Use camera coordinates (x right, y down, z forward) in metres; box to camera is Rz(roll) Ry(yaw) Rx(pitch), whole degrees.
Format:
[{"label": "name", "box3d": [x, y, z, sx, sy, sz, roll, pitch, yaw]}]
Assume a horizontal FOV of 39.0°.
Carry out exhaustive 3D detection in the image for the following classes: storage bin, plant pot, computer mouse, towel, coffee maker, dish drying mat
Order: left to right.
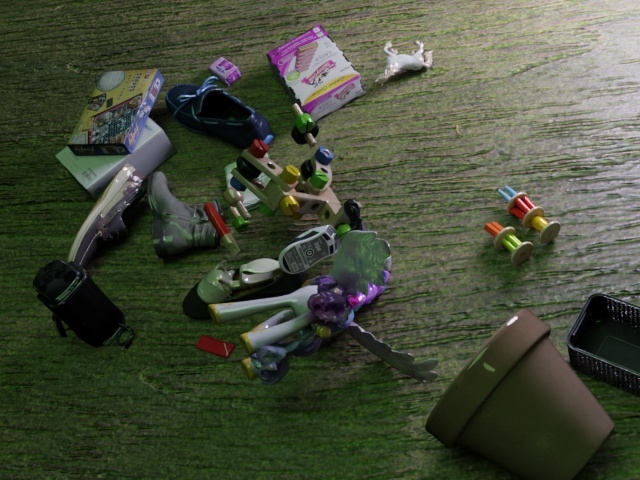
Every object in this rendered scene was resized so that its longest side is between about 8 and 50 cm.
[{"label": "coffee maker", "box3d": [-0.493, 0.132, 1.898, 0.171, 0.178, 0.120, 4, 58, 23]}, {"label": "dish drying mat", "box3d": [-0.216, 0.215, 1.842, 0.083, 0.008, 0.032, 14, 63, 28]}, {"label": "towel", "box3d": [-0.163, -0.134, 2.068, 0.113, 0.023, 0.152, -19, 51, 6]}, {"label": "computer mouse", "box3d": [0.000, 0.000, 1.802, 0.193, 0.106, 0.042, -25, 31, -7]}, {"label": "plant pot", "box3d": [0.335, 0.281, 1.457, 0.229, 0.263, 0.263, 41, 76, 19]}, {"label": "storage bin", "box3d": [0.525, 0.182, 1.540, 0.180, 0.084, 0.122, 22, 65, 31]}]

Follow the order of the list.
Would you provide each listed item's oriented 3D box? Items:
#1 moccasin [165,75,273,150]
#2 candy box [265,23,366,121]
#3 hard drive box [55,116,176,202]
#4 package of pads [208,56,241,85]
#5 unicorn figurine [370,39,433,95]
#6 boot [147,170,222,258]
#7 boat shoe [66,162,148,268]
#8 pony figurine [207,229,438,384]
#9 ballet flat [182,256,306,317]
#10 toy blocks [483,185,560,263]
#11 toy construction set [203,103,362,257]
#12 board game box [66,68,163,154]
[{"label": "moccasin", "box3d": [-0.249, -0.327, 2.181, 0.342, 0.117, 0.138, 22, 65, 32]}, {"label": "candy box", "box3d": [-0.014, -0.404, 2.179, 0.159, 0.071, 0.233, -30, 51, -3]}, {"label": "hard drive box", "box3d": [-0.501, -0.213, 2.210, 0.232, 0.089, 0.181, -41, 52, -11]}, {"label": "package of pads", "box3d": [-0.245, -0.434, 2.313, 0.050, 0.032, 0.083, -43, 52, -11]}, {"label": "unicorn figurine", "box3d": [0.185, -0.418, 2.120, 0.161, 0.060, 0.111, -12, 52, 13]}, {"label": "boot", "box3d": [-0.303, -0.067, 2.052, 0.161, 0.083, 0.247, -13, 53, -2]}, {"label": "boat shoe", "box3d": [-0.484, -0.041, 2.076, 0.092, 0.103, 0.285, 29, 72, -3]}, {"label": "pony figurine", "box3d": [0.016, 0.129, 1.655, 0.363, 0.303, 0.351, -23, 21, -18]}, {"label": "ballet flat", "box3d": [-0.169, 0.082, 1.866, 0.280, 0.096, 0.095, -17, 52, 9]}, {"label": "toy blocks", "box3d": [0.376, -0.037, 1.774, 0.123, 0.054, 0.148, -35, 51, -7]}, {"label": "toy construction set", "box3d": [-0.065, -0.066, 1.871, 0.308, 0.257, 0.237, -37, 64, 8]}, {"label": "board game box", "box3d": [-0.496, -0.313, 2.198, 0.165, 0.042, 0.243, 2, 56, 22]}]
